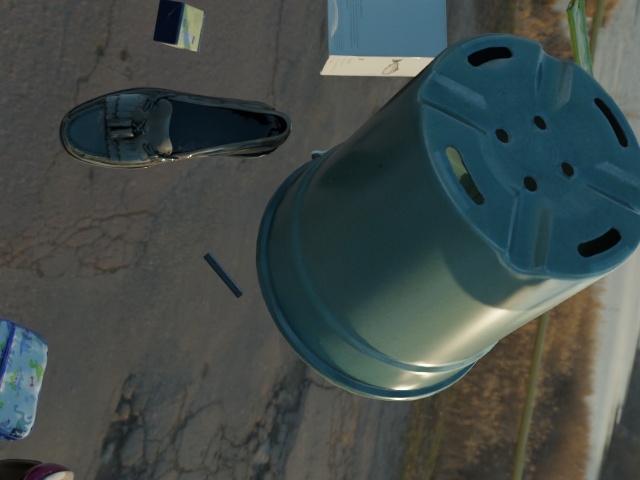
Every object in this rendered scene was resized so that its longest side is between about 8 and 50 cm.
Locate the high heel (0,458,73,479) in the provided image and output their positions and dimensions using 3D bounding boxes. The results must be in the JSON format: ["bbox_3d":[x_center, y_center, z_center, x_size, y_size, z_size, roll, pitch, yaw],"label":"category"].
[{"bbox_3d":[-0.559,0.445,1.289,0.127,0.181,0.377,-54,177,-35],"label":"high heel"}]

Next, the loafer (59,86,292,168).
[{"bbox_3d":[-0.163,-0.136,0.823,0.268,0.084,0.096,-6,95,-21],"label":"loafer"}]

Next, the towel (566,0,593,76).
[{"bbox_3d":[0.437,-0.277,1.160,0.102,0.021,0.237,-55,132,-50],"label":"towel"}]

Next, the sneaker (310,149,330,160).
[{"bbox_3d":[0.012,-0.251,2.124,0.031,0.083,0.035,98,-13,-64],"label":"sneaker"}]

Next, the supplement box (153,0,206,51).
[{"bbox_3d":[-0.280,-0.428,1.407,0.083,0.056,0.083,-9,114,-66],"label":"supplement box"}]

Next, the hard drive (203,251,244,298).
[{"bbox_3d":[-0.243,0.088,1.776,0.022,0.135,0.094,-40,-179,-7],"label":"hard drive"}]

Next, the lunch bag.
[{"bbox_3d":[-0.618,0.268,1.354,0.176,0.090,0.218,59,30,-55],"label":"lunch bag"}]

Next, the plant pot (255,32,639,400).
[{"bbox_3d":[0.139,-0.025,0.772,0.341,0.341,0.334,-63,-171,-30],"label":"plant pot"}]

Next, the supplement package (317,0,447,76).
[{"bbox_3d":[0.092,-0.315,1.078,0.105,0.179,0.105,157,-69,-82],"label":"supplement package"}]
